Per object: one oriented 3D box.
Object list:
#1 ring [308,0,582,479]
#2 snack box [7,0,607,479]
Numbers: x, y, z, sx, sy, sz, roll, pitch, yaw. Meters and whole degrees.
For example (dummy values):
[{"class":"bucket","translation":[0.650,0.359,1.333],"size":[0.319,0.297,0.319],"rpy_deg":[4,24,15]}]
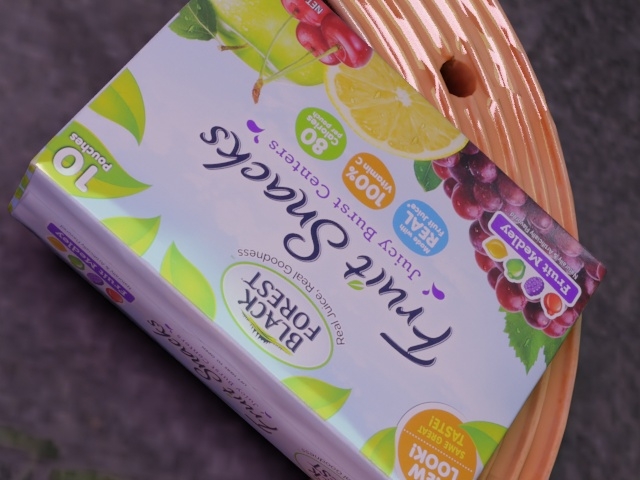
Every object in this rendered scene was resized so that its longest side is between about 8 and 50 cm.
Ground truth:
[{"class":"ring","translation":[-0.074,-0.015,0.391],"size":[0.337,0.032,0.336],"rpy_deg":[8,69,-22]},{"class":"snack box","translation":[0.000,0.000,0.380],"size":[0.141,0.037,0.100],"rpy_deg":[42,61,-6]}]
